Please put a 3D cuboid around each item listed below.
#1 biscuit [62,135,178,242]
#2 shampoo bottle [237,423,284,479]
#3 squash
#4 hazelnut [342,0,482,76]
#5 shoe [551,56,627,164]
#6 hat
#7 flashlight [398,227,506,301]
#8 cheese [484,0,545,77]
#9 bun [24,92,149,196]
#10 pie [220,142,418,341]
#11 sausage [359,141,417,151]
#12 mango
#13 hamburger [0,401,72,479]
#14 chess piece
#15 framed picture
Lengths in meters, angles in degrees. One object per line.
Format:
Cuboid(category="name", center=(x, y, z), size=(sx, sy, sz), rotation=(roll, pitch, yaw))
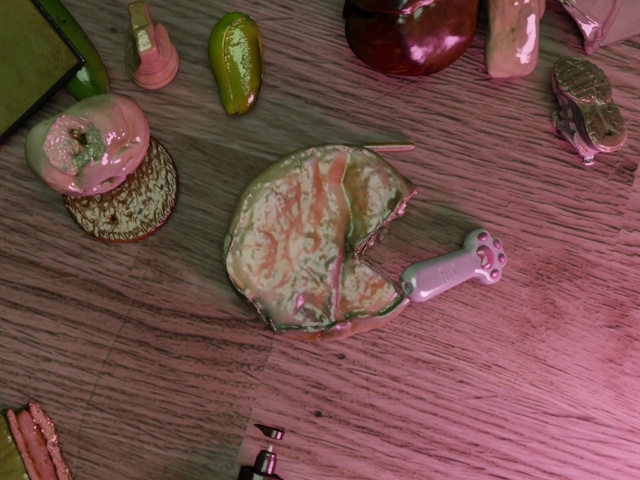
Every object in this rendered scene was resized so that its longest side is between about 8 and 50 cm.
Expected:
Cuboid(category="biscuit", center=(-0.320, -0.089, 1.623), size=(0.188, 0.027, 0.187), rotation=(0, 85, -3))
Cuboid(category="shampoo bottle", center=(-0.105, 0.407, 1.579), size=(0.068, 0.067, 0.236), rotation=(18, 84, -12))
Cuboid(category="squash", center=(-0.427, -0.333, 1.608), size=(0.082, 0.082, 0.292), rotation=(-38, 88, -6))
Cuboid(category="hazelnut", center=(0.149, -0.367, 1.605), size=(0.218, 0.218, 0.234), rotation=(44, 86, 0))
Cuboid(category="shoe", center=(0.429, -0.211, 1.660), size=(0.089, 0.092, 0.180), rotation=(-17, 72, -18))
Cuboid(category="hat", center=(0.484, -0.442, 1.664), size=(0.245, 0.149, 0.214), rotation=(-23, 88, 5))
Cuboid(category="flashlight", center=(0.212, 0.043, 1.608), size=(0.200, 0.047, 0.093), rotation=(-19, 93, -27))
Cuboid(category="cheese", center=(0.304, -0.378, 1.584), size=(0.093, 0.263, 0.159), rotation=(7, 40, 15))
Cuboid(category="bun", center=(-0.342, -0.136, 1.513), size=(0.178, 0.193, 0.127), rotation=(-27, 89, 7))
Cuboid(category="pie", center=(0.000, 0.000, 1.616), size=(0.338, 0.075, 0.337), rotation=(0, 87, -3))
Cuboid(category="sausage", center=(0.109, -0.154, 1.665), size=(0.100, 0.015, 0.015), rotation=(-2, 85, -4))
Cuboid(category="mango", center=(-0.136, -0.284, 1.632), size=(0.091, 0.074, 0.165), rotation=(1, 97, -10))
Cuboid(category="hamburger", center=(-0.441, 0.386, 1.536), size=(0.131, 0.124, 0.262), rotation=(-26, 83, 13))
Cuboid(category="chess piece", center=(-0.265, -0.298, 1.557), size=(0.090, 0.200, 0.090), rotation=(0, 85, -5))
Cuboid(category="framed picture", center=(-0.558, -0.326, 1.587), size=(0.255, 0.014, 0.338), rotation=(-39, 89, 15))
